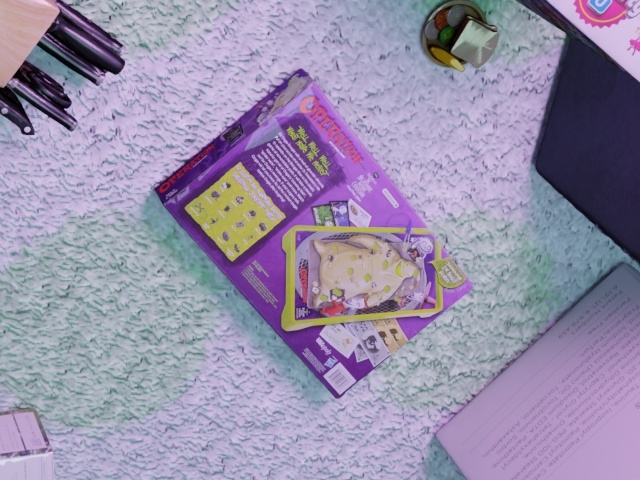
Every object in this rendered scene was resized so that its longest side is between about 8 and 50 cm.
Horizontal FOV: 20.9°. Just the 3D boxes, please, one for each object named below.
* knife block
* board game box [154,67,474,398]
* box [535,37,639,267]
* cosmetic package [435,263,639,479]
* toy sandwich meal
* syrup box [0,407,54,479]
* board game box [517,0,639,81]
[{"bbox_3d":[-0.304,-0.230,1.640,0.242,0.088,0.275,-13,119,-17],"label":"knife block"},{"bbox_3d":[0.000,0.000,1.910,0.208,0.056,0.347,-37,124,4],"label":"board game box"},{"bbox_3d":[0.551,-0.220,1.872,0.472,0.297,0.480,2,114,-26],"label":"box"},{"bbox_3d":[0.407,0.305,2.026,0.327,0.393,0.329,-42,123,2],"label":"cosmetic package"},{"bbox_3d":[0.150,-0.218,1.867,0.086,0.029,0.085,-10,119,-18],"label":"toy sandwich meal"},{"bbox_3d":[-0.408,0.254,1.843,0.237,0.093,0.096,-7,118,-19],"label":"syrup box"},{"bbox_3d":[0.208,-0.292,1.689,0.224,0.303,0.097,35,97,-32],"label":"board game box"}]
